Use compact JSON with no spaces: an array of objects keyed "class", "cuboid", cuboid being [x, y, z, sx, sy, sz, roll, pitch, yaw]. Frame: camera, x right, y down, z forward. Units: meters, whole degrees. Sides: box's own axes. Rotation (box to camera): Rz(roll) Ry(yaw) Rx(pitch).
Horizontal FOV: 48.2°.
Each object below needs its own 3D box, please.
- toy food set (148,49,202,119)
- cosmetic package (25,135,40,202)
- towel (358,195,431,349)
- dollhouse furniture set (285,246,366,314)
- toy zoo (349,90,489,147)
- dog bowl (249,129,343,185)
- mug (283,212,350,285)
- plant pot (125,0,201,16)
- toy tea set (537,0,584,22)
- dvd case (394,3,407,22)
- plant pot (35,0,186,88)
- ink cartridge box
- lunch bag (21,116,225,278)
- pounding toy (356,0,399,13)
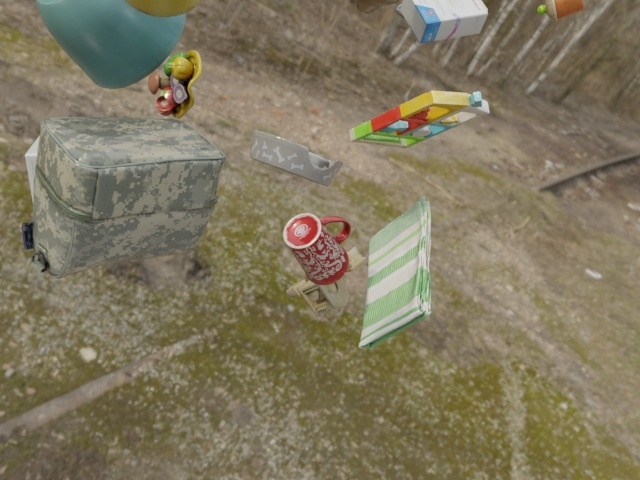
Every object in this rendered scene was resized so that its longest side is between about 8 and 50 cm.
[{"class":"toy food set","cuboid":[-0.331,-0.337,1.569,0.071,0.218,0.128,4,73,-31]},{"class":"cosmetic package","cuboid":[-0.567,-0.156,1.668,0.183,0.151,0.151,-1,25,-8]},{"class":"towel","cuboid":[0.176,0.078,1.694,0.038,0.248,0.325,24,51,-22]},{"class":"dollhouse furniture set","cuboid":[0.029,0.115,1.886,0.161,0.182,0.101,-38,95,-29]},{"class":"toy zoo","cuboid":[0.230,-0.267,1.564,0.192,0.293,0.030,-1,78,-41]},{"class":"dog bowl","cuboid":[-0.095,-0.291,2.574,0.348,0.102,0.349,21,4,-2]},{"class":"mug","cuboid":[-0.009,0.001,1.648,0.113,0.150,0.169,5,-25,25]},{"class":"plant pot","cuboid":[-0.215,-0.385,0.960,0.134,0.134,0.095,32,-18,1]},{"class":"toy tea set","cuboid":[0.459,-0.624,1.487,0.200,0.124,0.336,11,70,-73]},{"class":"dvd case","cuboid":[0.338,-0.685,2.015,0.030,0.238,0.179,59,5,-30]},{"class":"plant pot","cuboid":[-0.490,-0.531,1.610,0.293,0.293,0.235,49,3,36]},{"class":"ink cartridge box","cuboid":[0.215,-0.398,1.246,0.122,0.052,0.089,-14,62,-15]},{"class":"lunch bag","cuboid":[-0.349,-0.070,1.265,0.305,0.256,0.212,-10,34,-42]},{"class":"pounding toy","cuboid":[0.099,-0.434,0.976,0.154,0.154,0.270,13,68,-28]}]
